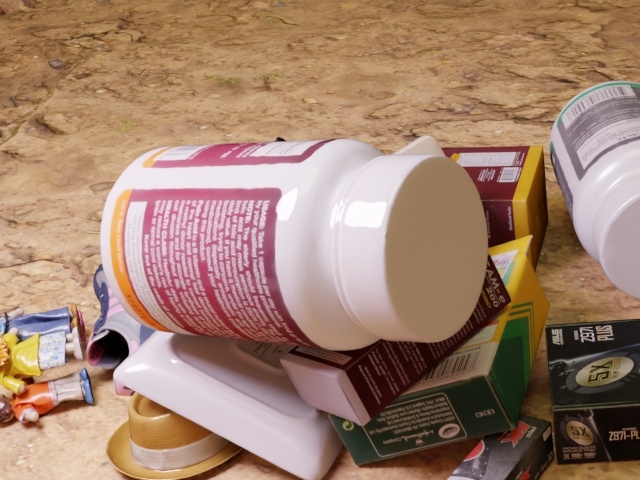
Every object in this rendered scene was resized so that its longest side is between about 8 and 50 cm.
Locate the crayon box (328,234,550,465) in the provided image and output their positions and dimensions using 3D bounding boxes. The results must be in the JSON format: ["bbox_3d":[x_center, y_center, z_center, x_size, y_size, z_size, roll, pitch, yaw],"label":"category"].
[{"bbox_3d":[0.157,0.127,1.491,0.203,0.083,0.323,-19,21,28],"label":"crayon box"}]

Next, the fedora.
[{"bbox_3d":[-0.172,0.212,1.499,0.194,0.079,0.194,-7,26,3],"label":"fedora"}]

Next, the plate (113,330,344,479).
[{"bbox_3d":[-0.067,0.143,1.513,0.278,0.045,0.277,26,34,10],"label":"plate"}]

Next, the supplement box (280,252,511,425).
[{"bbox_3d":[0.086,0.102,1.407,0.239,0.073,0.130,-37,21,-22],"label":"supplement box"}]

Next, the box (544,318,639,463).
[{"bbox_3d":[0.338,0.169,1.416,0.147,0.077,0.180,-5,27,11],"label":"box"}]

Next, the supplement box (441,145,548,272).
[{"bbox_3d":[0.225,-0.042,1.817,0.194,0.129,0.191,0,28,18],"label":"supplement box"}]

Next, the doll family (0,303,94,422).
[{"bbox_3d":[-0.407,0.141,1.671,0.163,0.118,0.263,-14,27,-8],"label":"doll family"}]

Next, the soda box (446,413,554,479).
[{"bbox_3d":[0.188,0.254,1.324,0.060,0.053,0.169,10,32,34],"label":"soda box"}]

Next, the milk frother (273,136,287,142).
[{"bbox_3d":[-0.068,-0.068,2.016,0.135,0.129,0.143,-40,55,16],"label":"milk frother"}]

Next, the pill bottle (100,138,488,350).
[{"bbox_3d":[-0.032,0.003,1.339,0.392,0.224,0.224,2,28,40],"label":"pill bottle"}]

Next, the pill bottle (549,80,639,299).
[{"bbox_3d":[0.444,-0.073,1.722,0.204,0.204,0.361,-7,27,5],"label":"pill bottle"}]

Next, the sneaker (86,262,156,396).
[{"bbox_3d":[-0.275,0.114,1.693,0.131,0.112,0.319,-19,26,-24],"label":"sneaker"}]

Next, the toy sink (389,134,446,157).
[{"bbox_3d":[0.102,-0.011,1.570,0.234,0.152,0.131,-31,18,-11],"label":"toy sink"}]
